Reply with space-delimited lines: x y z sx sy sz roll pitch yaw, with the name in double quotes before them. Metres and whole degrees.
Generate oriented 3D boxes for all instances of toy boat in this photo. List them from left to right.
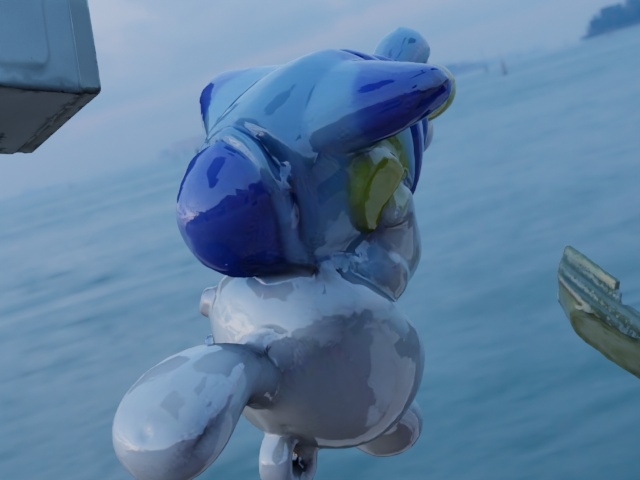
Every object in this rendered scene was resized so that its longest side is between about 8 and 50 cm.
"toy boat" 0.326 0.105 1.212 0.055 0.293 0.093 -49 -25 -19

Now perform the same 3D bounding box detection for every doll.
"doll" -0.009 -0.001 0.983 0.187 0.366 0.376 7 -4 7

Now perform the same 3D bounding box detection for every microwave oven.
"microwave oven" -0.419 -0.289 1.480 0.286 0.355 0.218 -2 -16 -35
